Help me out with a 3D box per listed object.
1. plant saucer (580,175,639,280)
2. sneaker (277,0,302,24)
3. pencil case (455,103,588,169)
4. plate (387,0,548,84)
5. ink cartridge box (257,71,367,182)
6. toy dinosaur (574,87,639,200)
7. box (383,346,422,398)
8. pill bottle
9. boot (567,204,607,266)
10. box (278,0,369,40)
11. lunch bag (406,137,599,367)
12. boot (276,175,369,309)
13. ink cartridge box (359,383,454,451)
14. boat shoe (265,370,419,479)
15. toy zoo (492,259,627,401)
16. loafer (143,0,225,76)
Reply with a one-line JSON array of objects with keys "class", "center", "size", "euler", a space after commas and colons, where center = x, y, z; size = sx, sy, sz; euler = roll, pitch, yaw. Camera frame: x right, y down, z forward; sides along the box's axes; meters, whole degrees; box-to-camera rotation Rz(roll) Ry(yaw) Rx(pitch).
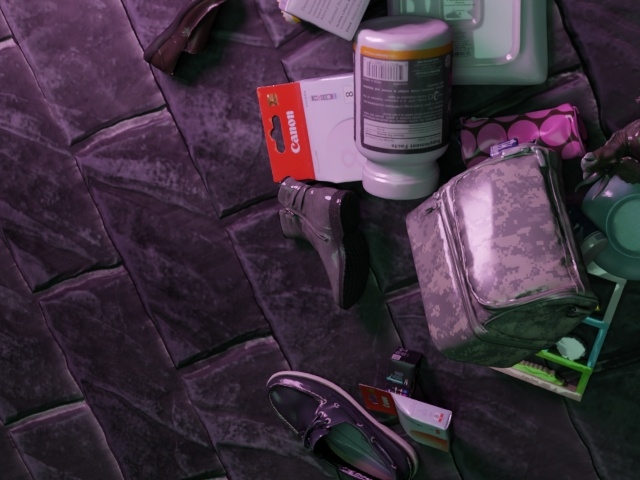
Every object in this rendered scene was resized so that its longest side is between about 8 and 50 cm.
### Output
[{"class": "plant saucer", "center": [0.524, -0.026, 1.672], "size": [0.195, 0.037, 0.195], "euler": [2, 99, 13]}, {"class": "sneaker", "center": [-0.048, -0.475, 1.769], "size": [0.084, 0.069, 0.185], "euler": [-18, 105, 16]}, {"class": "pencil case", "center": [0.336, -0.172, 1.694], "size": [0.209, 0.095, 0.098], "euler": [-7, 88, 21]}, {"class": "plate", "center": [0.235, -0.393, 1.690], "size": [0.277, 0.045, 0.278], "euler": [2, 107, 20]}, {"class": "ink cartridge box", "center": [-0.003, -0.197, 1.837], "size": [0.232, 0.066, 0.189], "euler": [-6, 104, 18]}, {"class": "toy dinosaur", "center": [0.566, -0.153, 1.607], "size": [0.313, 0.121, 0.160], "euler": [2, 112, 6]}, {"class": "box", "center": [0.154, 0.253, 1.904], "size": [0.052, 0.062, 0.083], "euler": [14, 111, 16]}, {"class": "pill bottle", "center": [0.134, -0.219, 1.678], "size": [0.162, 0.162, 0.278], "euler": [8, 118, 19]}, {"class": "boot", "center": [0.397, 0.029, 1.716], "size": [0.190, 0.069, 0.086], "euler": [-52, 57, 32]}, {"class": "box", "center": [0.024, -0.435, 1.652], "size": [0.119, 0.181, 0.182], "euler": [23, 102, -11]}, {"class": "lunch bag", "center": [0.301, 0.021, 1.623], "size": [0.256, 0.212, 0.305], "euler": [-36, 51, 40]}, {"class": "boot", "center": [0.000, 0.000, 1.891], "size": [0.161, 0.083, 0.246], "euler": [13, 121, 35]}, {"class": "ink cartridge box", "center": [0.158, 0.331, 1.888], "size": [0.179, 0.145, 0.045], "euler": [13, 66, 16]}, {"class": "boat shoe", "center": [0.026, 0.377, 1.963], "size": [0.340, 0.113, 0.127], "euler": [36, 116, 8]}, {"class": "toy zoo", "center": [0.412, 0.119, 1.780], "size": [0.192, 0.030, 0.293], "euler": [19, 111, 15]}, {"class": "loafer", "center": [-0.231, -0.385, 1.864], "size": [0.078, 0.080, 0.220], "euler": [46, 122, -8]}]
